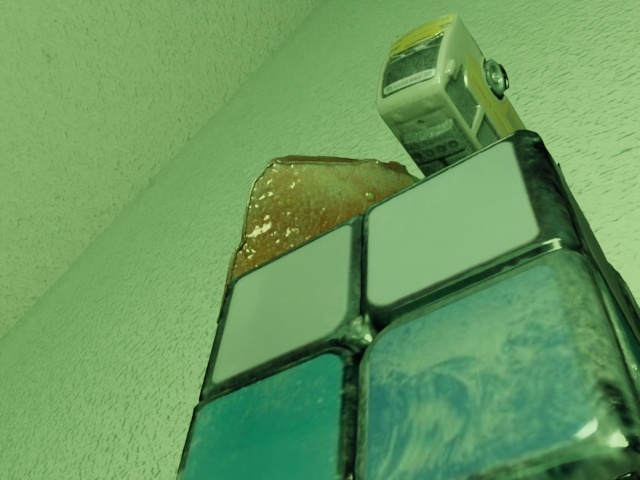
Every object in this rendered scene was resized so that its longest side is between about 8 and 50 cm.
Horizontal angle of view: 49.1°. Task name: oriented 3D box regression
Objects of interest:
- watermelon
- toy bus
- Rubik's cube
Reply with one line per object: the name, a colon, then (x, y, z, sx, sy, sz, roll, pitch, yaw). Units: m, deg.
watermelon: (0.032, 0.006, 1.039, 0.222, 0.319, 0.292, 10, 90, 22)
toy bus: (0.187, -0.078, 0.787, 0.097, 0.342, 0.138, -14, 39, 40)
Rubik's cube: (0.111, 0.164, 0.538, 0.316, 0.313, 0.318, -26, 30, 24)
